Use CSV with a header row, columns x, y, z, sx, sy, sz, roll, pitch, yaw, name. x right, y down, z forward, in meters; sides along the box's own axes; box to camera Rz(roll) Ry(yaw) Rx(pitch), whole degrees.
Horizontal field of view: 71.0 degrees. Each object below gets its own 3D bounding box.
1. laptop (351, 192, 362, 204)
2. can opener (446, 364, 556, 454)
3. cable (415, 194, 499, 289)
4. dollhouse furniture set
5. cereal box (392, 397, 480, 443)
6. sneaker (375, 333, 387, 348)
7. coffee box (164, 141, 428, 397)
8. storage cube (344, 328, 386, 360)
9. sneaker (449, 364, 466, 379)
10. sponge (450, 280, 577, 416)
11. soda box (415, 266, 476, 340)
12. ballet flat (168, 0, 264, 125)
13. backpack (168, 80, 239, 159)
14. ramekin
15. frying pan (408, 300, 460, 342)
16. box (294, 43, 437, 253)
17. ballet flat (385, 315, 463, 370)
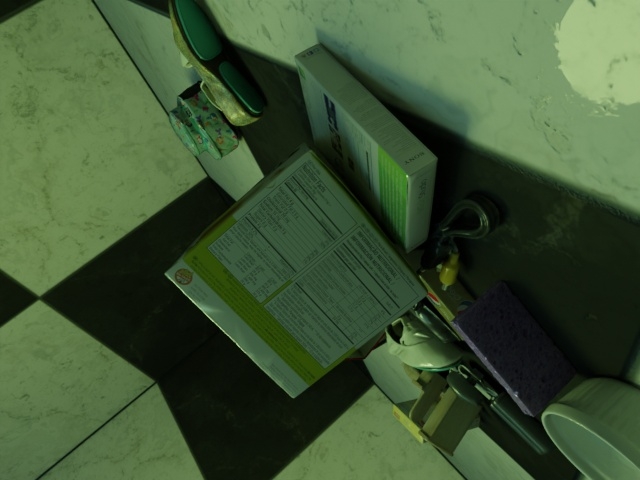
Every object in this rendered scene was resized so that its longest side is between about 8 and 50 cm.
x,y,z,sx,sy,sz,roll,pitch,yaw,name
0.032,-0.021,1.220,0.234,0.136,0.264,57,166,-29,laptop
0.450,0.436,1.147,0.283,0.095,0.076,44,167,28,can opener
0.230,-0.018,0.794,0.287,0.072,0.139,107,141,-61,cable
0.314,0.496,1.442,0.303,0.174,0.355,39,172,-20,dollhouse furniture set
0.391,0.595,1.527,0.173,0.240,0.047,-152,62,-63,cereal box
0.163,0.321,1.809,0.182,0.158,0.410,68,164,1,sneaker
-0.042,0.032,0.934,0.338,0.334,0.337,48,-172,-13,coffee box
0.106,0.277,1.552,0.193,0.215,0.183,44,-168,32,storage cube
0.399,0.393,1.326,0.040,0.044,0.109,36,159,53,sneaker
0.337,0.186,0.783,0.210,0.117,0.031,51,169,1,sponge
0.277,0.125,0.948,0.181,0.061,0.058,51,168,0,soda box
-0.283,-0.441,1.137,0.348,0.123,0.123,53,168,-22,ballet flat
-0.416,-0.407,1.613,0.253,0.191,0.225,49,167,-15,backpack
0.470,0.313,0.700,0.207,0.109,0.207,48,166,15,ramekin
0.256,0.179,1.068,0.197,0.053,0.326,44,-179,14,frying pan
0.074,-0.155,0.778,0.322,0.058,0.232,55,171,29,box
0.274,0.288,1.318,0.139,0.139,0.400,51,168,-1,ballet flat
